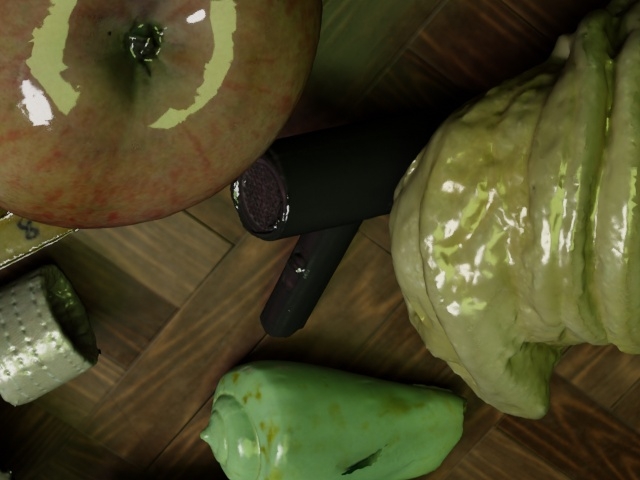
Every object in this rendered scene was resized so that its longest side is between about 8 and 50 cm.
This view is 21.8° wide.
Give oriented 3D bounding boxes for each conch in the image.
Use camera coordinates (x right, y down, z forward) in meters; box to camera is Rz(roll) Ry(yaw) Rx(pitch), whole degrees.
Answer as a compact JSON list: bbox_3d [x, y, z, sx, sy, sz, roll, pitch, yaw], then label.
[{"bbox_3d":[0.005,0.194,1.609,0.250,0.137,0.144,12,87,-32],"label":"conch"}]

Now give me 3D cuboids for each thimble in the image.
[{"bbox_3d":[-0.263,0.086,1.517,0.090,0.115,0.102,-28,112,7],"label":"thimble"}]

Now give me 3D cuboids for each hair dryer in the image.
[{"bbox_3d":[0.000,0.000,1.499,0.197,0.089,0.251,-14,142,-36],"label":"hair dryer"}]

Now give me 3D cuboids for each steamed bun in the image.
[{"bbox_3d":[0.232,-0.018,1.420,0.372,0.230,0.325,-47,151,8],"label":"steamed bun"}]

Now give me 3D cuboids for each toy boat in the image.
[{"bbox_3d":[-0.264,-0.025,1.480,0.226,0.088,0.068,-28,120,9],"label":"toy boat"}]

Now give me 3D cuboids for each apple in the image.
[{"bbox_3d":[-0.160,-0.169,1.298,0.344,0.269,0.345,0,93,-6],"label":"apple"}]

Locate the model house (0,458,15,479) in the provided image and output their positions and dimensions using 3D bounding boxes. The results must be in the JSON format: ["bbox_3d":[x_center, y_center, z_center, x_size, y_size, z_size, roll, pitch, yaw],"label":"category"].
[{"bbox_3d":[-0.431,0.311,1.526,0.282,0.297,0.317,-26,99,51],"label":"model house"}]
